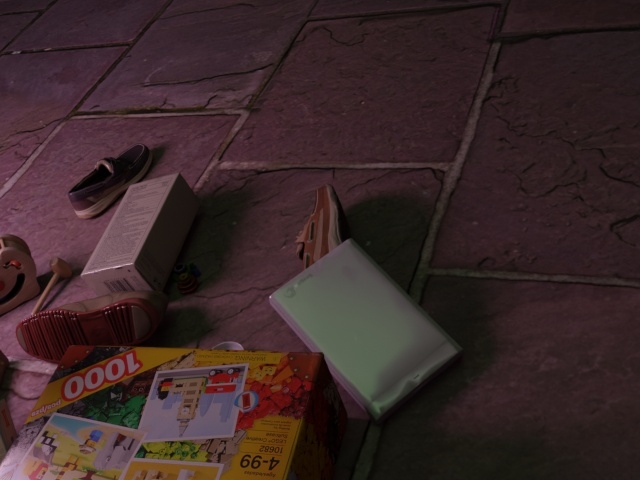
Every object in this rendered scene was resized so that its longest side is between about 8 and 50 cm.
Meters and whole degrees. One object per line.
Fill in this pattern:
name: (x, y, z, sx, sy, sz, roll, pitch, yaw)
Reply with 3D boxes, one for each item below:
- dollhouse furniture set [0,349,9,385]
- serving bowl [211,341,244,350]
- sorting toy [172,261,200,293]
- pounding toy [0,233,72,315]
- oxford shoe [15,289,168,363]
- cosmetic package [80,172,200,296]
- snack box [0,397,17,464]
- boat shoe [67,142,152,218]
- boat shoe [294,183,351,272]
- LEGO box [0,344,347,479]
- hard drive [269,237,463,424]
dollhouse furniture set: (-0.799, 0.229, 1.471, 0.362, 0.394, 0.256, -17, 40, 4)
serving bowl: (-0.184, 0.238, 1.493, 0.083, 0.027, 0.083, -11, 42, 10)
sorting toy: (-0.303, 0.074, 1.712, 0.061, 0.042, 0.102, -28, 41, -9)
pounding toy: (-0.729, 0.095, 1.776, 0.269, 0.154, 0.155, -31, 41, -12)
oxford shoe: (-0.485, 0.180, 1.642, 0.348, 0.123, 0.130, -8, 16, 16)
cosmetic package: (-0.410, -0.007, 1.775, 0.160, 0.113, 0.309, -11, 40, 25)
snack box: (-0.701, 0.421, 1.383, 0.321, 0.187, 0.060, -16, 6, 4)
boat shoe: (-0.563, -0.178, 2.055, 0.102, 0.092, 0.285, 15, 52, 34)
boat shoe: (0.000, 0.000, 1.614, 0.116, 0.123, 0.324, -15, 39, 10)
LEGO box: (-0.245, 0.375, 1.240, 0.500, 0.193, 0.372, -2, 43, 20)
hard drive: (0.078, 0.156, 1.394, 0.203, 0.040, 0.307, -35, 63, -17)
